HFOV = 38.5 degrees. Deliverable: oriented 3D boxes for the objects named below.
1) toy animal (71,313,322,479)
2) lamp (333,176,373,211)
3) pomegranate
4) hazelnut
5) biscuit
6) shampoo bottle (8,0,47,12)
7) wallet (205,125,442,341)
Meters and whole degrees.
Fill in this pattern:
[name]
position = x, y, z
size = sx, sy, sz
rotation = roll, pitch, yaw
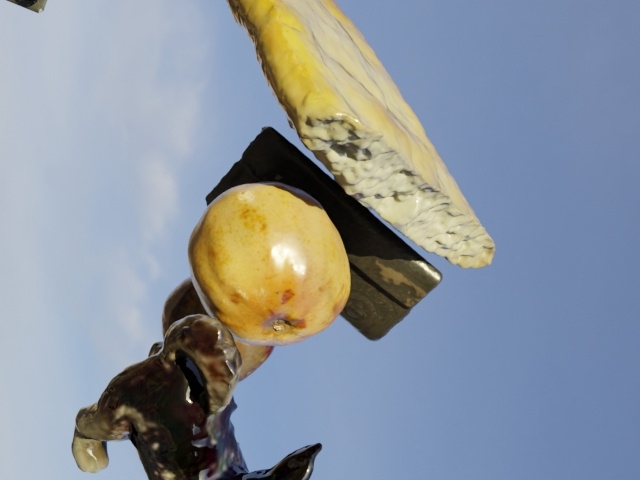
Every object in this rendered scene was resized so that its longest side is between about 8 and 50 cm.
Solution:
[toy animal]
position = -0.120, 0.258, 1.018
size = 0.344, 0.194, 0.303
rotation = 57, -42, 7
[lamp]
position = 0.039, -0.096, 1.533
size = 0.215, 0.121, 0.121
rotation = -15, -99, 29
[pomegranate]
position = -0.060, 0.028, 1.122
size = 0.207, 0.207, 0.207
rotation = 16, -71, 58
[hazelnut]
position = -0.165, 0.137, 1.514
size = 0.208, 0.208, 0.208
rotation = 16, -71, 58
[biscuit]
position = 0.023, -0.182, 1.148
size = 0.104, 0.429, 0.446
rotation = -38, -118, 17
[shampoo bottle]
position = -0.465, -0.403, 1.378
size = 0.246, 0.079, 0.080
rotation = 33, -76, 51
[wallet]
position = 0.000, 0.000, 1.267
size = 0.321, 0.044, 0.170
rotation = 40, -53, -6
